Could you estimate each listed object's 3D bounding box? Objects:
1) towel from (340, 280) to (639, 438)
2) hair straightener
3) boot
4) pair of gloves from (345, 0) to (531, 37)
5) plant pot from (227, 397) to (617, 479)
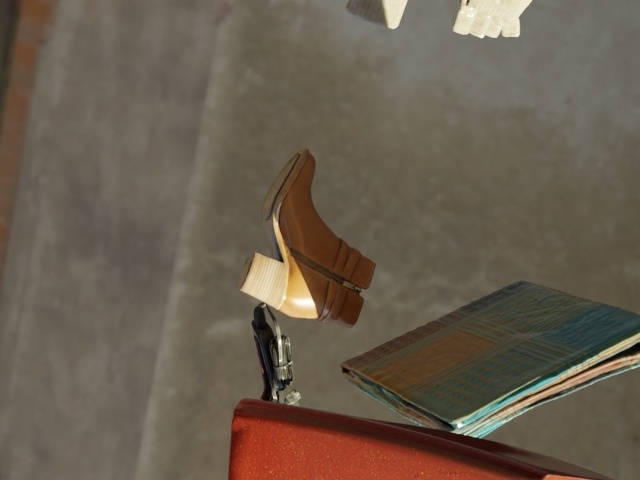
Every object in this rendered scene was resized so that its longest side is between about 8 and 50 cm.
[{"bbox_3d":[0.194,0.129,1.795,0.271,0.040,0.370,-23,-169,-13],"label":"towel"},{"bbox_3d":[-0.041,0.174,1.994,0.047,0.230,0.089,-10,-171,-29],"label":"hair straightener"},{"bbox_3d":[0.000,0.000,1.945,0.152,0.197,0.073,20,176,-14],"label":"boot"},{"bbox_3d":[0.160,-0.358,2.053,0.240,0.204,0.042,10,-147,0],"label":"pair of gloves"},{"bbox_3d":[0.092,0.267,1.231,0.236,0.267,0.267,-1,170,30],"label":"plant pot"}]
